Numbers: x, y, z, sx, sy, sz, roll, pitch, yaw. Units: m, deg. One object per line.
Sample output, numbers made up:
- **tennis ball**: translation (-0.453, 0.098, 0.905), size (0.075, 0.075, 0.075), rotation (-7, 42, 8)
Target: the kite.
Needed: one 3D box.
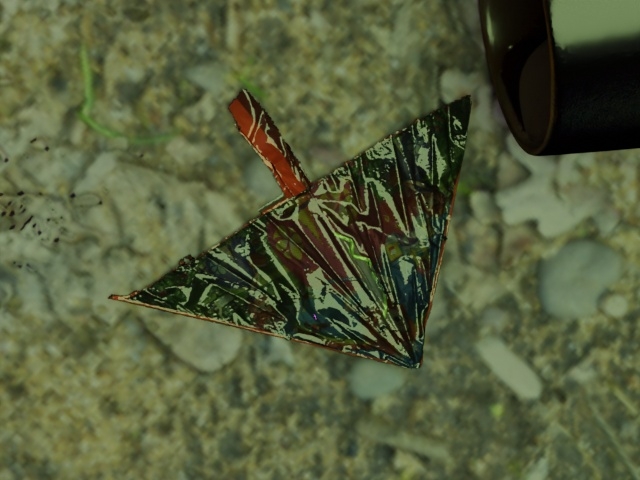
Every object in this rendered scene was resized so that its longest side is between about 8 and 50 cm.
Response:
- **kite**: translation (0.000, 0.000, 0.838), size (0.232, 0.009, 0.189), rotation (-34, 100, -7)

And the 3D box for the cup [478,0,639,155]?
- **cup**: translation (0.178, -0.153, 0.816), size (0.177, 0.239, 0.166), rotation (-11, 139, -5)
